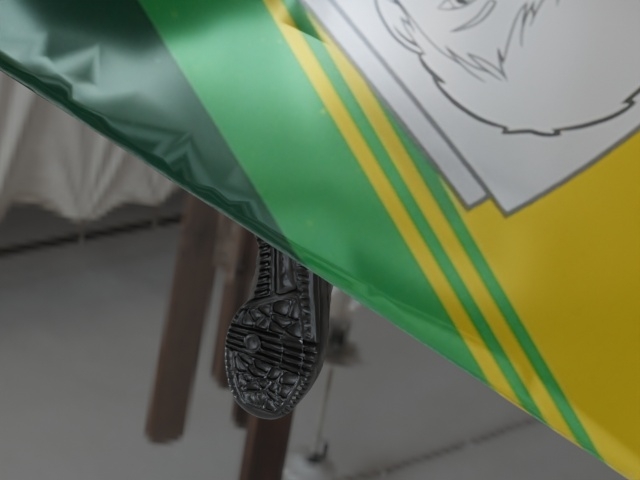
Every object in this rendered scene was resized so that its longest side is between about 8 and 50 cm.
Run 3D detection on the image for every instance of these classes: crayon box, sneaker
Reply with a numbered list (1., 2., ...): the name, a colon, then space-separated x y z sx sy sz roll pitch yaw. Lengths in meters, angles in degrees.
1. crayon box: 0.128 -0.123 0.343 0.313 0.363 0.106 33 -153 -5
2. sneaker: -0.002 -0.001 0.849 0.051 0.170 0.089 15 -156 19
